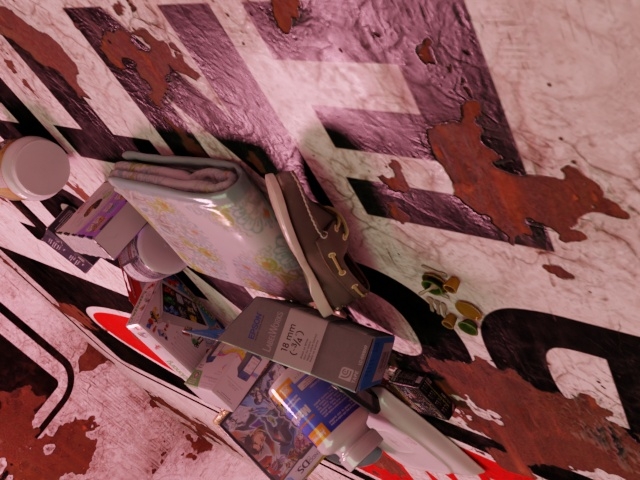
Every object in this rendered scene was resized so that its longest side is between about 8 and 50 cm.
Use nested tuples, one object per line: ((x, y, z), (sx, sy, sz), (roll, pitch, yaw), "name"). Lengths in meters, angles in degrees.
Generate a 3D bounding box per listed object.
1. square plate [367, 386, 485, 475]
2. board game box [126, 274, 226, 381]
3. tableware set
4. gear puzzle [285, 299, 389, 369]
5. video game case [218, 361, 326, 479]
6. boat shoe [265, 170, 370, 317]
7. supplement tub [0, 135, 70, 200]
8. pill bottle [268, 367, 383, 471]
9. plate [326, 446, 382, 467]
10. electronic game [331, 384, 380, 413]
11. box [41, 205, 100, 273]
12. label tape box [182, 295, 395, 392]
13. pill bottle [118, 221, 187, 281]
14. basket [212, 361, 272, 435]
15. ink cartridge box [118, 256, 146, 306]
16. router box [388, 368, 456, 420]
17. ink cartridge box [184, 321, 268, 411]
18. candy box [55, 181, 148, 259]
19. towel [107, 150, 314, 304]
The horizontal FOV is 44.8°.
((0.193, 0.490, 1.970), (0.347, 0.049, 0.344), (40, 157, -12), "square plate")
((-0.367, 0.234, 2.055), (0.053, 0.193, 0.305), (-12, 132, 30), "board game box")
((0.207, 0.102, 1.240), (0.104, 0.024, 0.154), (22, 153, 27), "tableware set")
((0.002, 0.175, 1.630), (0.175, 0.044, 0.339), (4, 142, 51), "gear puzzle")
((-0.099, 0.494, 2.070), (0.275, 0.248, 0.035), (41, -175, 17), "video game case")
((0.000, 0.000, 1.234), (0.324, 0.097, 0.116), (67, -178, -46), "boat shoe")
((-0.663, -0.162, 1.759), (0.200, 0.144, 0.144), (4, 142, 50), "supplement tub")
((0.017, 0.413, 1.856), (0.272, 0.152, 0.152), (46, 160, 15), "pill bottle")
((0.078, 0.543, 2.107), (0.188, 0.188, 0.024), (24, 118, 25), "plate")
((0.044, 0.311, 1.751), (0.229, 0.048, 0.229), (39, 178, 2), "electronic game")
((-0.672, 0.000, 2.147), (0.158, 0.093, 0.156), (41, 156, -12), "box")
((-0.048, 0.171, 1.440), (0.334, 0.105, 0.240), (18, 178, 15), "label tape box")
((-0.379, 0.026, 1.752), (0.130, 0.130, 0.246), (42, 156, -15), "pill bottle")
((-0.112, 0.516, 2.214), (0.299, 0.223, 0.213), (42, 156, -14), "basket")
((-0.463, 0.148, 2.092), (0.224, 0.056, 0.181), (71, 173, -50), "ink cartridge box")
((0.215, 0.323, 1.633), (0.092, 0.038, 0.122), (0, 138, 53), "router box")
((-0.229, 0.320, 2.009), (0.154, 0.212, 0.093), (0, 136, 54), "ink cartridge box")
((-0.455, -0.047, 1.670), (0.196, 0.165, 0.070), (6, 142, 50), "candy box")
((-0.197, -0.030, 1.462), (0.375, 0.090, 0.320), (13, 152, 41), "towel")
